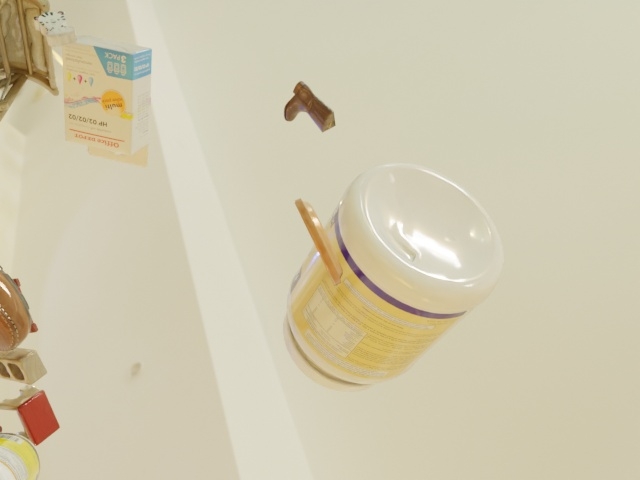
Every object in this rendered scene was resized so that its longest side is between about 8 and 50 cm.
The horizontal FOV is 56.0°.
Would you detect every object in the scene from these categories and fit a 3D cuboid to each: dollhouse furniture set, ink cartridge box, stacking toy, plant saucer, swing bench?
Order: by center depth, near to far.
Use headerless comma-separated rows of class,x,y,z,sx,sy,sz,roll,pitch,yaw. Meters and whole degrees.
plant saucer,0.000,0.000,0.531,0.013,0.083,0.083,-25,-137,0
stacking toy,-0.389,-0.286,0.678,0.221,0.167,0.052,-27,-115,-30
ink cartridge box,-0.305,-0.190,0.863,0.104,0.181,0.061,13,-153,7
swing bench,-0.654,-0.343,1.156,0.254,0.165,0.253,-58,179,-34
dollhouse furniture set,-0.647,0.274,1.173,0.152,0.374,0.201,-1,-157,33

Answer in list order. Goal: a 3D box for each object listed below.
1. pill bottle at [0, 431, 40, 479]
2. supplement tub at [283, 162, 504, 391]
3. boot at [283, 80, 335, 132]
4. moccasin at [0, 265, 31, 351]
pill bottle,-0.486,0.357,0.866,0.117,0.117,0.215,-54,-172,-12
supplement tub,0.089,0.071,0.914,0.331,0.241,0.241,122,-23,-47
boot,-0.021,-0.250,1.225,0.037,0.106,0.114,-30,-111,-35
moccasin,-0.616,0.043,0.914,0.139,0.380,0.147,-30,-157,25
